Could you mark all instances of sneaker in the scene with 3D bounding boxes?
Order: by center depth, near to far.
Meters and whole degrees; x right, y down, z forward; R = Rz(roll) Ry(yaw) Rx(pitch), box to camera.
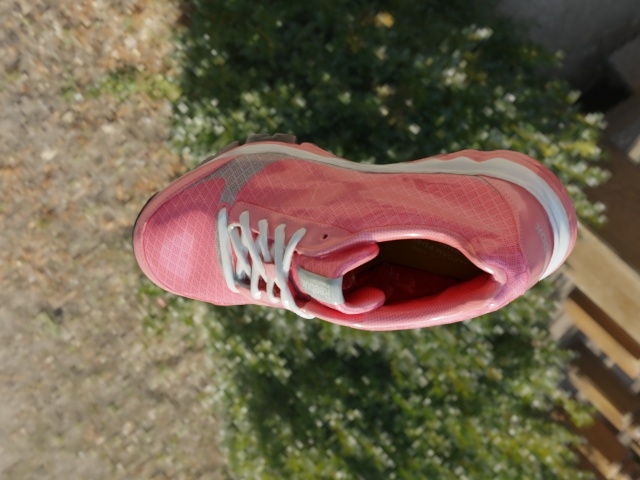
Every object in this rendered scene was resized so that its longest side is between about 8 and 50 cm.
[{"bbox_3d":[0.000,-0.001,0.824,0.136,0.314,0.116,-46,129,-60],"label":"sneaker"}]
